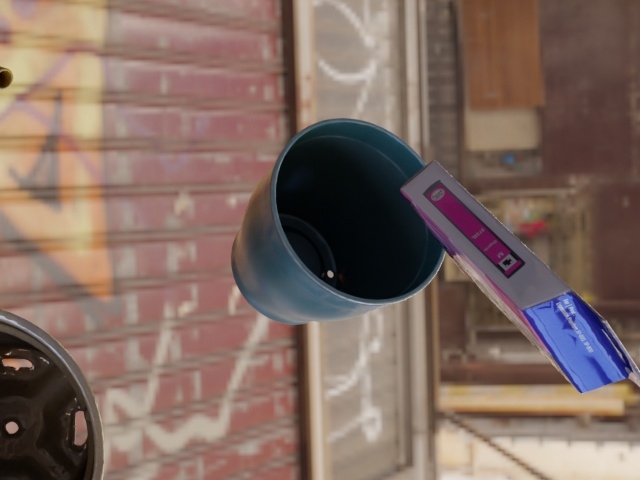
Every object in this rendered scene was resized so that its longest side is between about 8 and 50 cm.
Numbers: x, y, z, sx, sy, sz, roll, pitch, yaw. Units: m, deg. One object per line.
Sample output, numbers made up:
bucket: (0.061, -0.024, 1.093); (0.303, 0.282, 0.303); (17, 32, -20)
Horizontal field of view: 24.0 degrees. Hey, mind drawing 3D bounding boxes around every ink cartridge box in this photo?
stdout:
ink cartridge box: (0.236, 0.057, 1.737); (0.069, 0.175, 0.371); (-41, -140, -2)

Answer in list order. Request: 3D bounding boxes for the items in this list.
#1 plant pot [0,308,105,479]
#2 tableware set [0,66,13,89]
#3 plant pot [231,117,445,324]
plant pot: (-0.404, 0.238, 1.822); (0.334, 0.333, 0.305); (-2, 179, 1)
tableware set: (-0.346, -0.102, 1.451); (0.024, 0.154, 0.104); (30, -176, 39)
plant pot: (0.000, 0.000, 2.144); (0.272, 0.271, 0.255); (-3, 162, -30)
